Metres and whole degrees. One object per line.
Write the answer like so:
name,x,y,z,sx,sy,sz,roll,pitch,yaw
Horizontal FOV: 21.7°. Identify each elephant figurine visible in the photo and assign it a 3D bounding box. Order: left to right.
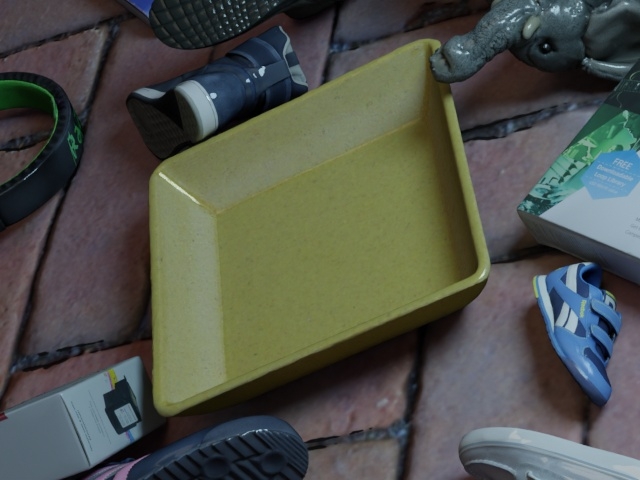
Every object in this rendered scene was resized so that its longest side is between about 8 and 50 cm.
elephant figurine,0.243,-0.223,1.547,0.239,0.186,0.169,-59,-1,22

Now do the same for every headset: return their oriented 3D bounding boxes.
headset,-0.472,-0.089,1.913,0.394,0.185,0.243,-23,42,1

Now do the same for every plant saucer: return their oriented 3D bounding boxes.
plant saucer,0.000,0.000,1.568,0.333,0.081,0.332,-24,43,16

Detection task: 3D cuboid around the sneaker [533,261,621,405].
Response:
sneaker,0.217,0.071,1.366,0.059,0.053,0.144,-25,44,13

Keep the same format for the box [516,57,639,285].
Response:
box,0.349,-0.096,1.415,0.322,0.058,0.232,-49,42,-14

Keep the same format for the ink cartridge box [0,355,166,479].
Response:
ink cartridge box,-0.236,0.172,1.514,0.127,0.072,0.175,-22,0,18

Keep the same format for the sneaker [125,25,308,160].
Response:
sneaker,-0.107,-0.158,1.791,0.163,0.086,0.226,-31,14,-23

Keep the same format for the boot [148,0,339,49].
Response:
boot,-0.048,-0.258,1.793,0.247,0.161,0.083,-23,80,11

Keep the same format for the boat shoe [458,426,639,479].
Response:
boat shoe,0.180,0.193,1.282,0.184,0.066,0.063,12,60,31

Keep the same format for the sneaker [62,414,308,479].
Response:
sneaker,-0.161,0.220,1.466,0.319,0.112,0.131,-28,31,8

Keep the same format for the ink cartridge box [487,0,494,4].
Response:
ink cartridge box,0.212,-0.423,1.731,0.279,0.160,0.384,-36,41,3

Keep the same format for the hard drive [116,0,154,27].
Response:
hard drive,-0.133,-0.405,2.059,0.319,0.040,0.210,-44,41,-6
